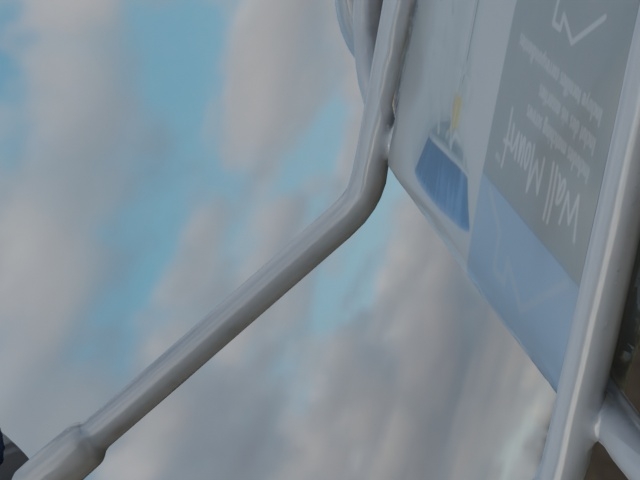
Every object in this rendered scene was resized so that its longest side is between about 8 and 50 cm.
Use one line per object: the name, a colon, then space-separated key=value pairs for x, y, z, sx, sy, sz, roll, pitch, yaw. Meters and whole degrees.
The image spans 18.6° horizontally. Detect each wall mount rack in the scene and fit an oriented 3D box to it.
wall mount rack: x=0.000 y=0.000 z=0.566 sx=0.350 sy=0.130 sz=0.304 roll=-119 pitch=36 yaw=-63

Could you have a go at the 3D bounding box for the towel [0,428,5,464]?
towel: x=-0.228 y=0.090 z=1.053 sx=0.029 sy=0.119 sz=0.067 roll=-60 pitch=34 yaw=12

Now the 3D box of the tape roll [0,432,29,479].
tape roll: x=-0.260 y=0.225 z=1.296 sx=0.072 sy=0.219 sz=0.219 roll=-16 pitch=-57 yaw=-51

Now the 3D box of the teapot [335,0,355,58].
teapot: x=0.176 y=-0.120 z=0.939 sx=0.256 sy=0.252 sz=0.187 roll=2 pitch=-112 yaw=-60
